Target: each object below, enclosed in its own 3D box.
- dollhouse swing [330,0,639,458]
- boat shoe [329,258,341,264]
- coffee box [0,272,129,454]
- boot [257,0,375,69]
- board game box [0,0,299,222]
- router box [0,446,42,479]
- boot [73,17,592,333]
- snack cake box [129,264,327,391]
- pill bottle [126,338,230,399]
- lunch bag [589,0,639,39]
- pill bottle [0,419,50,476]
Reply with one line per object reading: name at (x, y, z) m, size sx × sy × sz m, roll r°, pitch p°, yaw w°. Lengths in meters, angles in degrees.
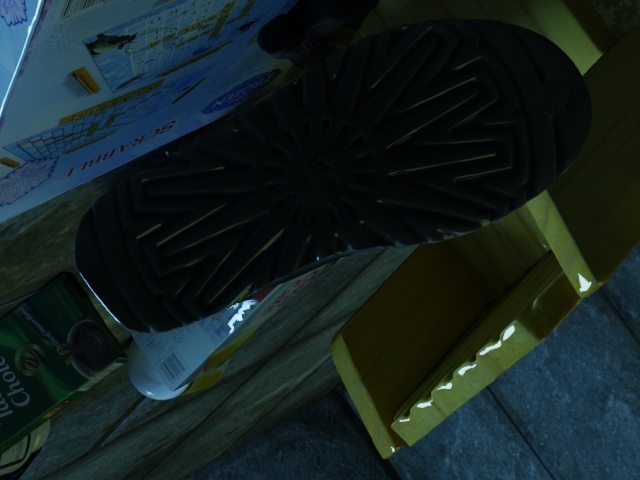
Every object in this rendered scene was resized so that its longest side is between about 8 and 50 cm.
dollhouse swing at (0.101, -0.064, 1.251) m, size 0.315 × 0.305 × 0.347 m, roll -43°, pitch 177°, yaw -39°
boat shoe at (0.000, 0.000, 2.023) m, size 0.076 × 0.080 × 0.228 m, roll -35°, pitch 177°, yaw -12°
coffee box at (-0.305, 0.132, 1.519) m, size 0.184 × 0.113 × 0.040 m, roll -35°, pitch 171°, yaw 6°
boot at (0.013, -0.160, 1.065) m, size 0.106 × 0.037 × 0.114 m, roll -26°, pitch 171°, yaw 15°
board game box at (-0.108, -0.152, 0.992) m, size 0.318 × 0.066 × 0.318 m, roll -29°, pitch 168°, yaw -34°
router box at (-0.517, 0.345, 1.882) m, size 0.243 × 0.081 × 0.309 m, roll -28°, pitch 167°, yaw -38°
boot at (0.000, -0.054, 1.174) m, size 0.367 × 0.146 × 0.445 m, roll -19°, pitch -179°, yaw 0°
snack cake box at (-0.112, 0.028, 1.554) m, size 0.089 × 0.152 × 0.264 m, roll -25°, pitch 166°, yaw -47°
pill bottle at (-0.193, 0.166, 2.049) m, size 0.103 × 0.103 × 0.184 m, roll -38°, pitch 169°, yaw 13°
lunch bag at (0.321, -0.254, 1.378) m, size 0.212 × 0.256 × 0.305 m, roll -30°, pitch 169°, yaw -27°
pill bottle at (-0.392, 0.221, 1.650) m, size 0.108 × 0.108 × 0.193 m, roll -39°, pitch 169°, yaw 20°
